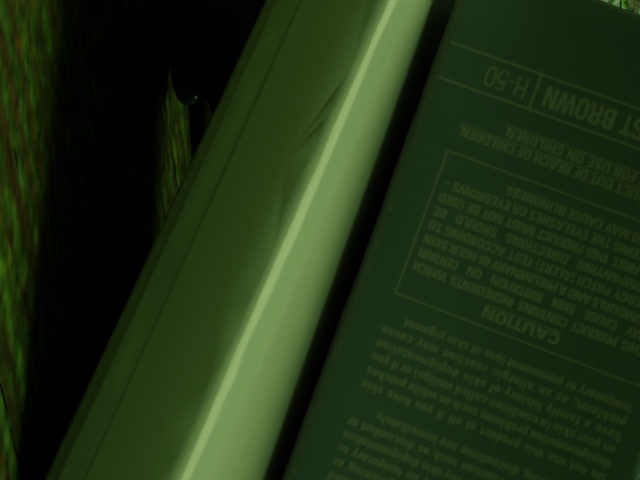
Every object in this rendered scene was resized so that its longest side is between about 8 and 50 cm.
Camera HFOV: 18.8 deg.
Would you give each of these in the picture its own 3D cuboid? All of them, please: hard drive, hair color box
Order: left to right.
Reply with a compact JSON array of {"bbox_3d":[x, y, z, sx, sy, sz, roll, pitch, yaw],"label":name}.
[{"bbox_3d":[0.011,-0.035,0.682,0.233,0.047,0.353,79,32,-70],"label":"hard drive"},{"bbox_3d":[0.050,0.103,0.704,0.185,0.113,0.375,-4,114,-79],"label":"hair color box"}]

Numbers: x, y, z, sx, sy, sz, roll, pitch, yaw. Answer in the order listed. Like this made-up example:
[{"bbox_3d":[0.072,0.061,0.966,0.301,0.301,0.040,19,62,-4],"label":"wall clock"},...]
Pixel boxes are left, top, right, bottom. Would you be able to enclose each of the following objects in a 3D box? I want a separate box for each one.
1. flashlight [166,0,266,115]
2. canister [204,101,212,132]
[{"bbox_3d":[-0.017,-0.189,0.727,0.103,0.103,0.304,-59,152,-59],"label":"flashlight"},{"bbox_3d":[0.005,-0.035,0.911,0.073,0.126,0.170,-84,175,-62],"label":"canister"}]
